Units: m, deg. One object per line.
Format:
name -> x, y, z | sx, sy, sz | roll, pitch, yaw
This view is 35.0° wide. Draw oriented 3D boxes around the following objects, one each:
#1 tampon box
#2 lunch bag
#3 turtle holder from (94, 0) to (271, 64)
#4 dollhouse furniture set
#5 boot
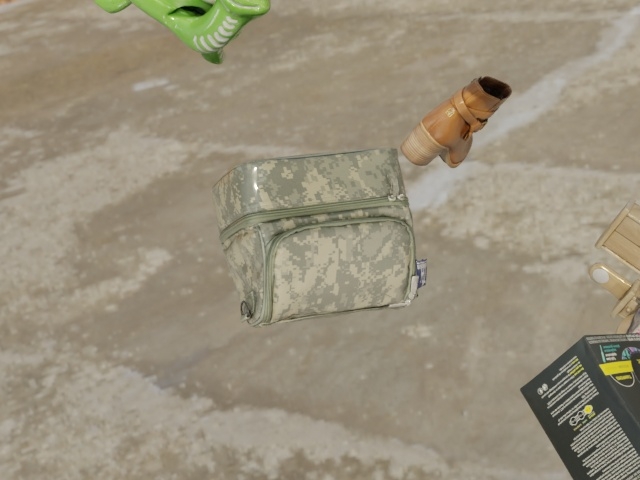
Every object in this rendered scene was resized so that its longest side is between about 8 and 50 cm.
tampon box -> 0.312, 0.189, 1.045 | 0.121, 0.101, 0.161 | 2, 50, -42
lunch bag -> 0.000, 0.000, 1.624 | 0.305, 0.255, 0.213 | -7, -7, -24
turtle holder -> -0.174, -0.387, 1.357 | 0.227, 0.243, 0.320 | -51, 14, 22
dollhouse furniture set -> 0.549, 0.099, 1.855 | 0.174, 0.303, 0.355 | 36, 44, 10
boot -> 0.302, -0.257, 2.095 | 0.220, 0.109, 0.283 | -43, -19, 29
